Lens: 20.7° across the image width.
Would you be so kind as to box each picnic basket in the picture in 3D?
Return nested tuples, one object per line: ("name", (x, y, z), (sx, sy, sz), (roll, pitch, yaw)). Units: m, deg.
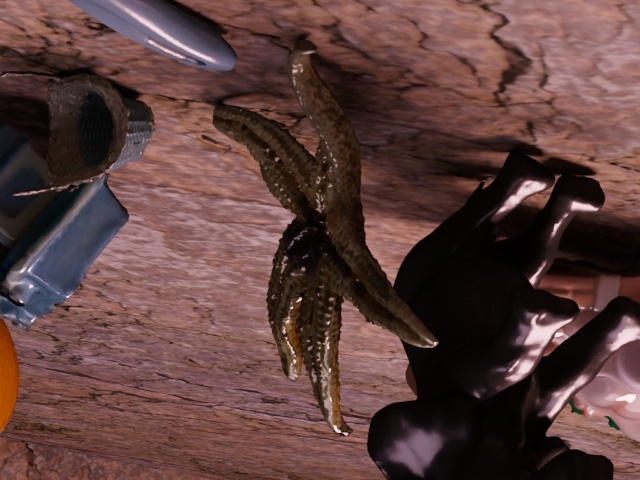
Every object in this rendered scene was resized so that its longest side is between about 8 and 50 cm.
("picnic basket", (-0.130, -0.056, 0.928), (0.083, 0.065, 0.083), (-1, 180, -39))

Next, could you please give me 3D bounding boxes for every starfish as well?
("starfish", (0.002, -0.001, 0.878), (0.050, 0.217, 0.223), (-16, 127, -15))

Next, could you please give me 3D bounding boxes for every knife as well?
("knife", (-0.153, -0.134, 0.736), (0.044, 0.019, 0.313), (-1, 161, 45))

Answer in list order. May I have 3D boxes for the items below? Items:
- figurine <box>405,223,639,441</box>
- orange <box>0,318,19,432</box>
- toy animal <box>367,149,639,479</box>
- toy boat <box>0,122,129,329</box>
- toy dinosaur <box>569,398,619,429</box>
("figurine", (0.180, 0.076, 1.085), (0.237, 0.141, 0.162), (12, 179, -17))
("orange", (-0.368, 0.100, 1.481), (0.240, 0.171, 0.240), (10, 170, 2))
("toy animal", (0.103, 0.067, 0.917), (0.114, 0.245, 0.146), (31, 122, -17))
("toy boat", (-0.182, -0.013, 1.067), (0.098, 0.109, 0.238), (41, 169, -7))
("toy dinosaur", (0.257, 0.127, 1.440), (0.132, 0.059, 0.096), (12, 177, 28))
